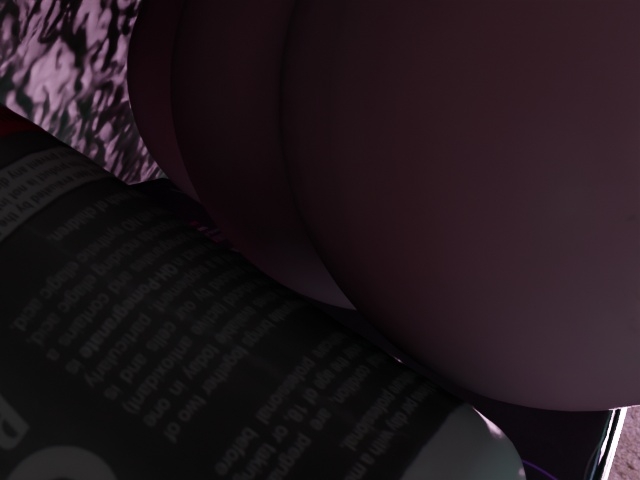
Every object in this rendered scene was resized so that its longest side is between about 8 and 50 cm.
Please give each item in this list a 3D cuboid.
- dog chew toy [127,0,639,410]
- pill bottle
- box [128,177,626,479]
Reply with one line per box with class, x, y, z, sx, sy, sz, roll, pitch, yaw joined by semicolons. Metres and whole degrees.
dog chew toy;0.039;-0.058;0.580;0.332;0.206;0.206;14;-117;53
pill bottle;-0.044;0.098;0.512;0.176;0.319;0.176;-54;169;-16
box;0.001;0.085;0.739;0.143;0.270;0.165;-24;130;-72
